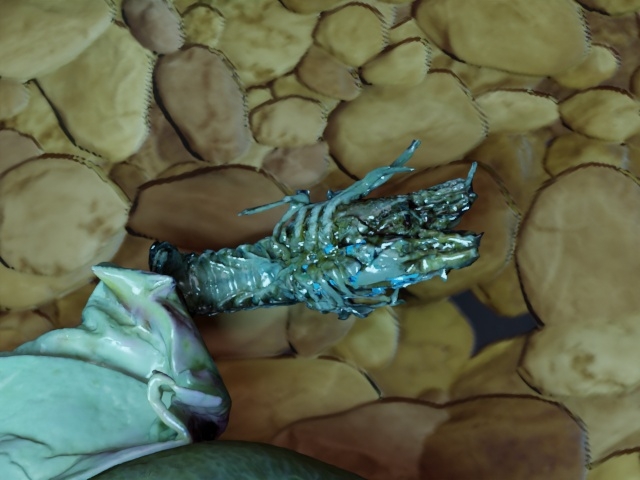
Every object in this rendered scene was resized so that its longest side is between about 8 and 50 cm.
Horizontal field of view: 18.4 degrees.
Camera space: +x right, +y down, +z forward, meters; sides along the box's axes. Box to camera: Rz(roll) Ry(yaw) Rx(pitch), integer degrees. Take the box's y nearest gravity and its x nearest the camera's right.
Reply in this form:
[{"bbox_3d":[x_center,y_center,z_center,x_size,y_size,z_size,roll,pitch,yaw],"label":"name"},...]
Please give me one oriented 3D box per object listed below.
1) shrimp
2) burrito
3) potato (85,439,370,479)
[{"bbox_3d":[-0.001,0.001,1.014,0.174,0.076,0.082,-11,81,2],"label":"shrimp"},{"bbox_3d":[-0.152,0.106,0.927,0.229,0.089,0.144,-25,46,-10],"label":"burrito"},{"bbox_3d":[-0.033,0.179,0.843,0.235,0.178,0.160,17,11,-6],"label":"potato"}]
